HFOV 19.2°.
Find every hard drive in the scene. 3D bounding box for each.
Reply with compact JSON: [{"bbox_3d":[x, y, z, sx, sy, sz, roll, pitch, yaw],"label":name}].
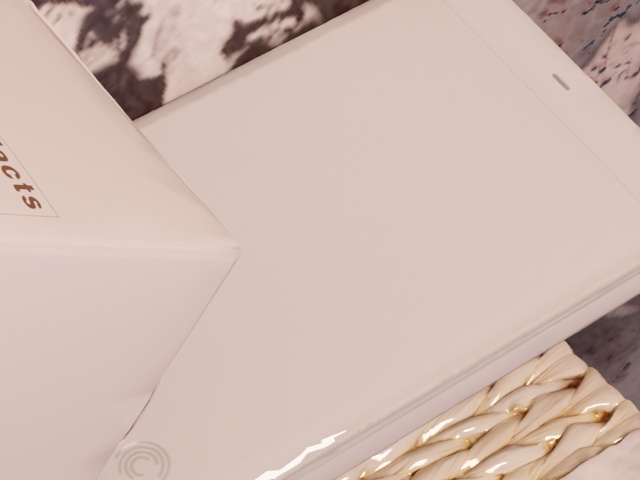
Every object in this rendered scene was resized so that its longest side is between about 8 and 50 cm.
[{"bbox_3d":[0.000,0.000,0.877,0.307,0.203,0.040,-29,149,-19],"label":"hard drive"}]

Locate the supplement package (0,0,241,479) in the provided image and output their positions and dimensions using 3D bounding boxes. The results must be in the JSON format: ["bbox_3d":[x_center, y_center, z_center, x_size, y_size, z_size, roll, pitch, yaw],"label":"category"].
[{"bbox_3d":[-0.212,0.010,0.684,0.293,0.175,0.177,4,127,-50],"label":"supplement package"}]

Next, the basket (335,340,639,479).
[{"bbox_3d":[-0.002,0.197,1.069,0.331,0.266,0.328,-28,147,-19],"label":"basket"}]
